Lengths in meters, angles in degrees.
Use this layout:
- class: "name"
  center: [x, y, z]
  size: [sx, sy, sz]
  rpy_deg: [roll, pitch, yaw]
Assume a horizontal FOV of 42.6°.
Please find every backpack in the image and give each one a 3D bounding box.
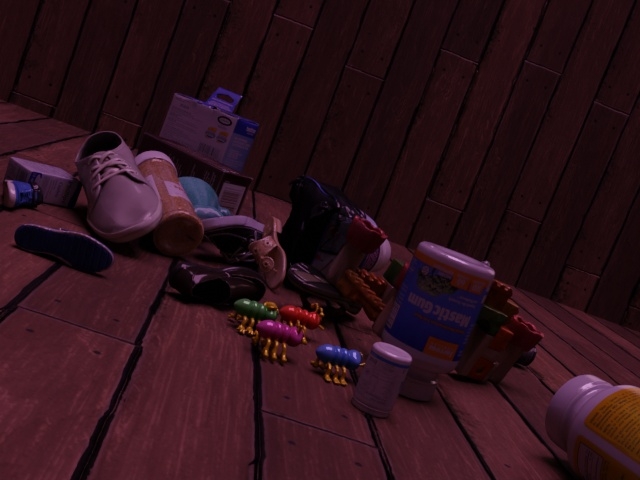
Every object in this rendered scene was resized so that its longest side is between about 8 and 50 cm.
- class: "backpack"
  center: [0.000, 0.000, 2.082]
  size: [0.213, 0.263, 0.276]
  rpy_deg: [24, 12, -24]

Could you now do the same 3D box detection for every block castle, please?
- class: "block castle"
  center: [0.266, 0.119, 1.820]
  size: [0.453, 0.212, 0.303]
  rpy_deg: [25, 14, -37]

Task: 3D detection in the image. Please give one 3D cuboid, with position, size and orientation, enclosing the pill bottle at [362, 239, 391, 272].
- class: "pill bottle"
  center: [0.082, 0.022, 2.484]
  size: [0.169, 0.169, 0.302]
  rpy_deg: [27, 10, 37]

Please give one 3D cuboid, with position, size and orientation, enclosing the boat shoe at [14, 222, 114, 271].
- class: "boat shoe"
  center: [-0.468, 0.006, 1.525]
  size: [0.183, 0.066, 0.066]
  rpy_deg: [20, 6, -3]

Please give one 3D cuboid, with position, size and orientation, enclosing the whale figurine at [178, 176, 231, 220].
- class: "whale figurine"
  center: [-0.335, -0.096, 2.175]
  size: [0.216, 0.141, 0.272]
  rpy_deg: [7, 3, -23]

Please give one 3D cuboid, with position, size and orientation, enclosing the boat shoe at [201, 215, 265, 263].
- class: "boat shoe"
  center: [-0.206, 0.007, 2.063]
  size: [0.113, 0.104, 0.306]
  rpy_deg: [-10, -11, 16]

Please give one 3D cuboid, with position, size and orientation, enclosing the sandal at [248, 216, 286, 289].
- class: "sandal"
  center: [-0.140, 0.020, 1.987]
  size: [0.079, 0.088, 0.240]
  rpy_deg: [25, 34, -24]

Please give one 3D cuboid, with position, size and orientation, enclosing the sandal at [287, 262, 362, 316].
- class: "sandal"
  center: [0.010, 0.135, 1.861]
  size: [0.120, 0.086, 0.303]
  rpy_deg: [40, 1, 30]

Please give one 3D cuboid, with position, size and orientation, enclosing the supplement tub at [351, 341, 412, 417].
- class: "supplement tub"
  center: [0.100, 0.227, 1.344]
  size: [0.071, 0.107, 0.071]
  rpy_deg: [20, 8, -3]

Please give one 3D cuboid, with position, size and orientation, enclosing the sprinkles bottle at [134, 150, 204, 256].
- class: "sprinkles bottle"
  center: [-0.381, -0.095, 1.996]
  size: [0.121, 0.121, 0.355]
  rpy_deg: [16, 22, -30]

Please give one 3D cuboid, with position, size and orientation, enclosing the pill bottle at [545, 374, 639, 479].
- class: "pill bottle"
  center: [0.524, 0.349, 1.318]
  size: [0.188, 0.187, 0.334]
  rpy_deg: [17, 9, -29]

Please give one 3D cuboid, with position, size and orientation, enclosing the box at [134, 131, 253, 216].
- class: "box"
  center: [-0.402, -0.171, 2.474]
  size: [0.381, 0.191, 0.143]
  rpy_deg: [27, 10, 34]

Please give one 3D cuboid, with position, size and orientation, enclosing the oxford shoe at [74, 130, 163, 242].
- class: "oxford shoe"
  center: [-0.476, -0.130, 1.884]
  size: [0.169, 0.130, 0.449]
  rpy_deg: [-23, 35, -11]

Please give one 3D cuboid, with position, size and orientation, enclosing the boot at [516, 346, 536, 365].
- class: "boot"
  center: [0.407, 0.228, 2.210]
  size: [0.223, 0.118, 0.338]
  rpy_deg: [19, 18, -33]

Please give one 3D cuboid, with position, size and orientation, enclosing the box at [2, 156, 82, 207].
- class: "box"
  center: [-0.667, -0.139, 1.974]
  size: [0.137, 0.072, 0.126]
  rpy_deg: [12, 12, -46]

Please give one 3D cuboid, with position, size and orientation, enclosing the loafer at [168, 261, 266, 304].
- class: "loafer"
  center: [-0.193, 0.099, 1.619]
  size: [0.220, 0.080, 0.078]
  rpy_deg: [8, 24, -40]

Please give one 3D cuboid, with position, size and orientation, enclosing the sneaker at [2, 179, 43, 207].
- class: "sneaker"
  center: [-0.650, -0.100, 1.805]
  size: [0.085, 0.058, 0.152]
  rpy_deg: [8, 6, -24]

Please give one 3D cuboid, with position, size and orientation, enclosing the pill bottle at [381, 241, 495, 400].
- class: "pill bottle"
  center: [0.204, 0.152, 1.520]
  size: [0.152, 0.271, 0.152]
  rpy_deg: [21, 7, -3]

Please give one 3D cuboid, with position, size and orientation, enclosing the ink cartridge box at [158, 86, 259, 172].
- class: "ink cartridge box"
  center: [-0.382, -0.307, 2.681]
  size: [0.270, 0.395, 0.151]
  rpy_deg: [25, 8, 23]

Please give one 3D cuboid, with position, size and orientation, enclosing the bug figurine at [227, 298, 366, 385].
- class: "bug figurine"
  center: [-0.045, 0.167, 1.507]
  size: [0.216, 0.072, 0.279]
  rpy_deg: [17, 9, -28]
